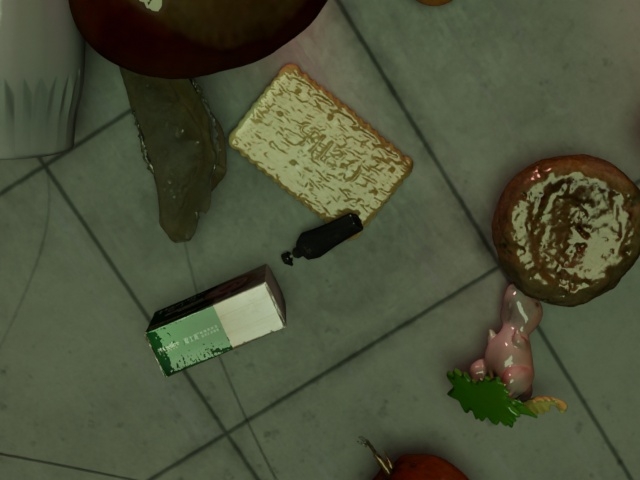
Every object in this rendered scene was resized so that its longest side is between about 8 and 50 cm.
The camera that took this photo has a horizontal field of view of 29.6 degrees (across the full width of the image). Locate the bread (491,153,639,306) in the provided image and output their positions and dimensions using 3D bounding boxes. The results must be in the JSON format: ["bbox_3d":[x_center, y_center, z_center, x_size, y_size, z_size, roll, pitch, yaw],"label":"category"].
[{"bbox_3d":[0.362,-0.020,1.793,0.230,0.123,0.230,0,102,1],"label":"bread"}]

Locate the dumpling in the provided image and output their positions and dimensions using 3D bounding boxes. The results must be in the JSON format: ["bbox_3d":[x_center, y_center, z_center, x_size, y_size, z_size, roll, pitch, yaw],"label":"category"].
[{"bbox_3d":[-0.194,-0.167,1.769,0.166,0.086,0.332,-8,103,33],"label":"dumpling"}]

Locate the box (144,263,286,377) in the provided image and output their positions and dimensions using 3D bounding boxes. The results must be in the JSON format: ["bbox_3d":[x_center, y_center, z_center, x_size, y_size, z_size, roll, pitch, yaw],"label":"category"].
[{"bbox_3d":[-0.152,0.117,1.798,0.199,0.135,0.081,-21,100,2],"label":"box"}]

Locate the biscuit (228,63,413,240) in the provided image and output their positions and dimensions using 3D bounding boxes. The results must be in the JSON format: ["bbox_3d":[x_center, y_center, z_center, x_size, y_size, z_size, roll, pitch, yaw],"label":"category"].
[{"bbox_3d":[0.001,-0.131,1.808,0.250,0.030,0.160,38,97,-8],"label":"biscuit"}]

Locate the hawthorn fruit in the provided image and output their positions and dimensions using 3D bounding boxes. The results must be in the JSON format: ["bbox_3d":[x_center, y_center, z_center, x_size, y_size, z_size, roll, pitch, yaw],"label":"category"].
[{"bbox_3d":[0.144,0.416,1.836,0.211,0.211,0.299,-33,90,5],"label":"hawthorn fruit"}]

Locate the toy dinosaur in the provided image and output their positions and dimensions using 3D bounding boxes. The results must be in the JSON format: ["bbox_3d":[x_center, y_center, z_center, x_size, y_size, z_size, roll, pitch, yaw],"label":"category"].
[{"bbox_3d":[0.279,0.182,1.848,0.177,0.152,0.194,-41,113,-33],"label":"toy dinosaur"}]

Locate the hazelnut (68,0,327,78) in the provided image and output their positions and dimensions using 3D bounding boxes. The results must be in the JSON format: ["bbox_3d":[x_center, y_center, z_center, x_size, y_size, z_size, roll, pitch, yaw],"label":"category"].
[{"bbox_3d":[-0.153,-0.363,1.558,0.366,0.366,0.365,0,101,-1],"label":"hazelnut"}]

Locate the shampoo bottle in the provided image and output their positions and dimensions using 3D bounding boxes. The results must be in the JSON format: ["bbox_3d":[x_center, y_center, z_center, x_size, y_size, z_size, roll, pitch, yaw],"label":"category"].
[{"bbox_3d":[0.000,0.000,1.813,0.137,0.027,0.048,-27,117,26],"label":"shampoo bottle"}]

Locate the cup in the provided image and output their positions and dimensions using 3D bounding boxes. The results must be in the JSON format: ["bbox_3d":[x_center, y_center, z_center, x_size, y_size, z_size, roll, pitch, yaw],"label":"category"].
[{"bbox_3d":[-0.442,-0.307,1.657,0.253,0.253,0.371,0,104,-1],"label":"cup"}]

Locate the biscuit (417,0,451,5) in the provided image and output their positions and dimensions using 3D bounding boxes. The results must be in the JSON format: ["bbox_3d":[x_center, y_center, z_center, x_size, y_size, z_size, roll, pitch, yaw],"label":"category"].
[{"bbox_3d":[0.231,-0.421,1.722,0.250,0.036,0.165,-35,127,2],"label":"biscuit"}]
